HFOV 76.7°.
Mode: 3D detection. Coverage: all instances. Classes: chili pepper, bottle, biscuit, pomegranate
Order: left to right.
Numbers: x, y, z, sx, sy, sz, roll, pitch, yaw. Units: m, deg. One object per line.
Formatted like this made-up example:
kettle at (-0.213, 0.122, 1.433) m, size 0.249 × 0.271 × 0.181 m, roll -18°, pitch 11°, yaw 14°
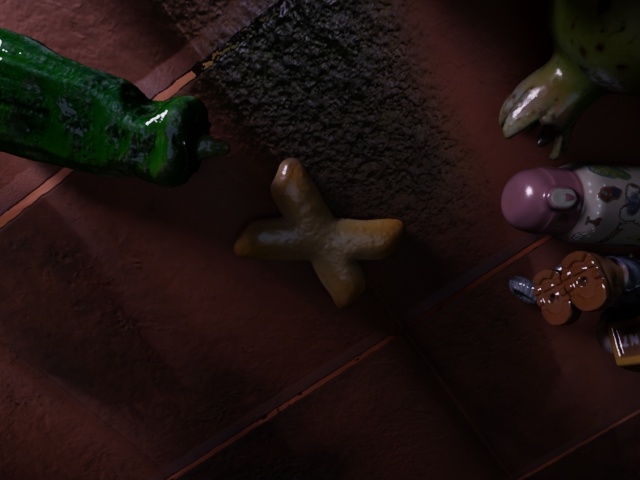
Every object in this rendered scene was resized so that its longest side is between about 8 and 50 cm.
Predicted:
chili pepper at (-0.238, -0.134, 0.463) m, size 0.270 × 0.099 × 0.136 m, roll 13°, pitch 100°, yaw -9°
biscuit at (0.001, -0.001, 0.580) m, size 0.208 × 0.047 × 0.164 m, roll 29°, pitch 106°, yaw -18°
bottle at (0.387, -0.051, 0.575) m, size 0.253 × 0.120 × 0.120 m, roll 1°, pitch 111°, yaw -9°
pomegranate at (0.352, -0.248, 0.464) m, size 0.242 × 0.242 × 0.306 m, roll 9°, pitch 154°, yaw -11°

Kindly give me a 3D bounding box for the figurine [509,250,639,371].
figurine at (0.518, 0.097, 0.602) m, size 0.381 × 0.261 × 0.186 m, roll 5°, pitch 71°, yaw -18°
